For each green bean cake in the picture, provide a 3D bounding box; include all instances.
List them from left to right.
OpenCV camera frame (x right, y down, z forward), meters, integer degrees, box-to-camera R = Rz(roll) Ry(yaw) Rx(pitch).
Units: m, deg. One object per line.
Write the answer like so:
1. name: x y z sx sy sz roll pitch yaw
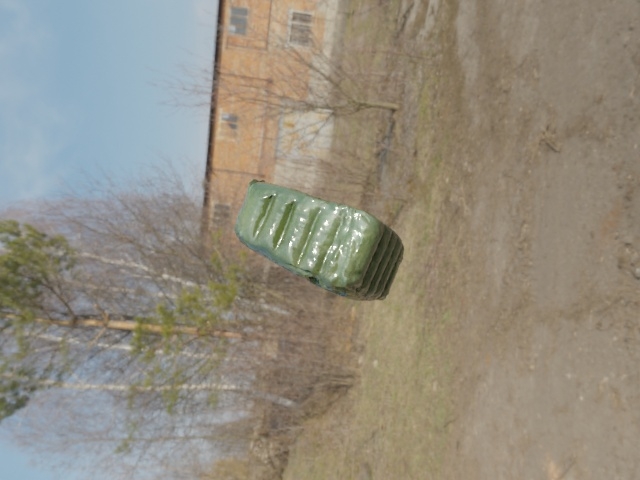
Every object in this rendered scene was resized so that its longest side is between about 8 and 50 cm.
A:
1. green bean cake: 0.000 0.000 0.817 0.125 0.227 0.222 -65 -25 1
